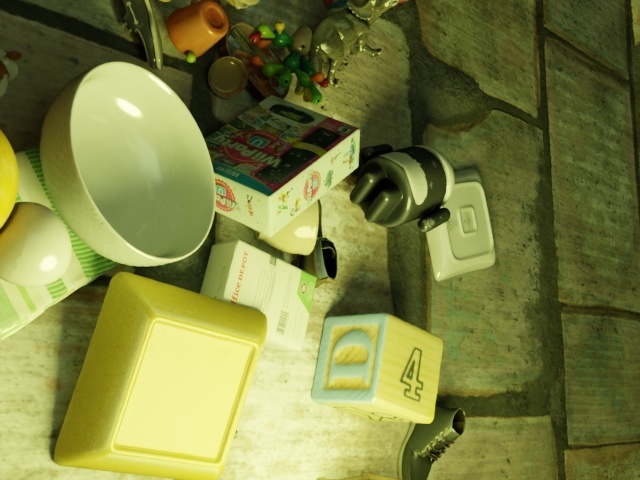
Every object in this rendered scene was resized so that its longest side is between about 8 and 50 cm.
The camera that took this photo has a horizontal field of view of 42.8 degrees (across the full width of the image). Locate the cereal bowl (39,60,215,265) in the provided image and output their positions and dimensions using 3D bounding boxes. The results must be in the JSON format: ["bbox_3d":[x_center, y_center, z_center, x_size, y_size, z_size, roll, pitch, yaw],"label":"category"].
[{"bbox_3d":[-0.332,-0.113,1.356,0.339,0.141,0.339,36,45,-47],"label":"cereal bowl"}]

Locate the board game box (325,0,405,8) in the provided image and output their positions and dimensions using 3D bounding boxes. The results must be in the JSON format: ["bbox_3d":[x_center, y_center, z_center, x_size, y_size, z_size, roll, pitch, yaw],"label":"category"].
[{"bbox_3d":[0.103,-0.733,1.994,0.308,0.086,0.302,-22,98,-45],"label":"board game box"}]

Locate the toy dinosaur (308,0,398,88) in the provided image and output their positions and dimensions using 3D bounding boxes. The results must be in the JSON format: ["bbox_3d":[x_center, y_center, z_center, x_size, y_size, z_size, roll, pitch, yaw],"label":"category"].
[{"bbox_3d":[0.039,-0.458,1.858,0.313,0.121,0.160,-37,127,-6],"label":"toy dinosaur"}]

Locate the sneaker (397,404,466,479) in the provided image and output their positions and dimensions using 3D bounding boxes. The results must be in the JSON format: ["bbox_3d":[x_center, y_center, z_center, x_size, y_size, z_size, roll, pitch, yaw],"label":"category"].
[{"bbox_3d":[0.259,0.484,1.904,0.083,0.118,0.222,38,58,-34],"label":"sneaker"}]

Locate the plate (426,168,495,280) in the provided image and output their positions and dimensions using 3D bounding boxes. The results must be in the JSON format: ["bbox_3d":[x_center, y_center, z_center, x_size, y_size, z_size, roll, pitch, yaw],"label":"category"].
[{"bbox_3d":[0.376,-0.049,2.171,0.278,0.045,0.277,-11,91,-45],"label":"plate"}]

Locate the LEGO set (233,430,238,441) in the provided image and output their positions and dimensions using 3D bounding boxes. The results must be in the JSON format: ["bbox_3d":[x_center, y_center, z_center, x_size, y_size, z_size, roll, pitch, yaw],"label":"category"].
[{"bbox_3d":[-0.185,0.374,1.548,0.083,0.023,0.054,-33,106,-43],"label":"LEGO set"}]

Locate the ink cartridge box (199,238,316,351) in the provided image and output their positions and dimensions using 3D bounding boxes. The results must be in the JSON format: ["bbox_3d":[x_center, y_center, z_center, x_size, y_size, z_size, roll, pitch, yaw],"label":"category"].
[{"bbox_3d":[-0.125,0.112,1.606,0.219,0.092,0.160,28,65,-38],"label":"ink cartridge box"}]

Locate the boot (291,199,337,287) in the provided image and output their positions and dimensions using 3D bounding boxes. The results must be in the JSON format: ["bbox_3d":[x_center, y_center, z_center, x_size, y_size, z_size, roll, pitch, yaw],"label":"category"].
[{"bbox_3d":[0.000,0.000,1.742,0.082,0.106,0.219,19,70,-42],"label":"boot"}]

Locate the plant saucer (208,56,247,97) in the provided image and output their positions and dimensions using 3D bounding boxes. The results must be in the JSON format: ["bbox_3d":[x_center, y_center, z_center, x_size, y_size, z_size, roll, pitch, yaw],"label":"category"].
[{"bbox_3d":[-0.190,-0.332,1.658,0.083,0.015,0.084,-9,113,-21],"label":"plant saucer"}]

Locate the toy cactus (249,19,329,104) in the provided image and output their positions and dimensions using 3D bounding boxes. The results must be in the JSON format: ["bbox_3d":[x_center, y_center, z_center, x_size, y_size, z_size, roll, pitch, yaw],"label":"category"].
[{"bbox_3d":[-0.053,-0.397,1.731,0.219,0.112,0.181,39,47,-24],"label":"toy cactus"}]

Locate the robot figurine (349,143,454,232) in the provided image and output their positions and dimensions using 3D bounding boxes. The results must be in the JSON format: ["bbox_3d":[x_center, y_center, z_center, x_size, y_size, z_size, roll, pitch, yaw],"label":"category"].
[{"bbox_3d":[0.193,-0.126,1.917,0.278,0.173,0.209,-21,104,-45],"label":"robot figurine"}]

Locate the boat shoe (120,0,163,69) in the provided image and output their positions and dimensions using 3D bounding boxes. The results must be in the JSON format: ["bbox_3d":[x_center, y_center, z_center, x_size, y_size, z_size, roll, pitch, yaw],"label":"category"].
[{"bbox_3d":[-0.343,-0.418,1.526,0.064,0.075,0.206,-13,100,-3],"label":"boat shoe"}]

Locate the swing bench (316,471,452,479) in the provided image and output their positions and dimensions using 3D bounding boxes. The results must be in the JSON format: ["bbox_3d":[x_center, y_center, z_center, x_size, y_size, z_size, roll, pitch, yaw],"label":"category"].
[{"bbox_3d":[0.135,0.615,1.659,0.165,0.254,0.253,7,78,-44],"label":"swing bench"}]

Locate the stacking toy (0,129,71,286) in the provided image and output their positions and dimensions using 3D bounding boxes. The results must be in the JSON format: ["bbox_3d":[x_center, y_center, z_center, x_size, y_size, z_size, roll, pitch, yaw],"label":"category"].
[{"bbox_3d":[-0.516,-0.091,1.039,0.480,0.350,0.351,47,53,-38],"label":"stacking toy"}]

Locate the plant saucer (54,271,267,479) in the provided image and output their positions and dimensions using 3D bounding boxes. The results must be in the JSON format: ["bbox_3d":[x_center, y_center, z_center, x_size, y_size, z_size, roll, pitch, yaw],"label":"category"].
[{"bbox_3d":[-0.245,0.255,1.405,0.332,0.081,0.333,21,84,-39],"label":"plant saucer"}]

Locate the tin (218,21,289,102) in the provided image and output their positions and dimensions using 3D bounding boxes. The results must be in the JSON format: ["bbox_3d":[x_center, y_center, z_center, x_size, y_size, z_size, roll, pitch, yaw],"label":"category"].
[{"bbox_3d":[-0.139,-0.373,1.723,0.190,0.040,0.106,48,57,-29],"label":"tin"}]

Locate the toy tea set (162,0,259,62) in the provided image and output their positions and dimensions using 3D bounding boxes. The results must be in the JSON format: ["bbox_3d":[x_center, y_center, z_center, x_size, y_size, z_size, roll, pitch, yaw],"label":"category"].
[{"bbox_3d":[-0.235,-0.501,1.605,0.200,0.124,0.336,54,43,-22],"label":"toy tea set"}]

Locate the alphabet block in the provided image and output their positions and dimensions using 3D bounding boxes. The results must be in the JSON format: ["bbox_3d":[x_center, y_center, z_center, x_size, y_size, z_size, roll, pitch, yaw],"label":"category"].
[{"bbox_3d":[0.124,0.278,1.758,0.197,0.192,0.194,28,66,-39],"label":"alphabet block"}]

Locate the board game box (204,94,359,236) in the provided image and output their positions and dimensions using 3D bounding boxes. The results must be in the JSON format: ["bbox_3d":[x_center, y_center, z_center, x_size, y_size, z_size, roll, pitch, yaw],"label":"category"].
[{"bbox_3d":[-0.096,-0.154,1.589,0.303,0.224,0.098,-43,146,-41],"label":"board game box"}]

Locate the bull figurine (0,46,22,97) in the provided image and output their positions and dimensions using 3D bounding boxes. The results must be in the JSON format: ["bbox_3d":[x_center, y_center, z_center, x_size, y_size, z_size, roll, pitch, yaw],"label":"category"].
[{"bbox_3d":[-0.576,-0.211,1.213,0.188,0.101,0.311,31,61,-33],"label":"bull figurine"}]

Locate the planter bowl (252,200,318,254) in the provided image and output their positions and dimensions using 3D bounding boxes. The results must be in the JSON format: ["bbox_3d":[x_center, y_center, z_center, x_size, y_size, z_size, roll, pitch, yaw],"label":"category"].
[{"bbox_3d":[-0.079,-0.050,1.656,0.109,0.162,0.162,0,82,-17],"label":"planter bowl"}]

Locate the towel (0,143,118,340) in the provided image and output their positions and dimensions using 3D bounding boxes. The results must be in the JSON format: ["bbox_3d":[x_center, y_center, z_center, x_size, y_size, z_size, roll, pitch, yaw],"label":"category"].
[{"bbox_3d":[-0.455,-0.017,1.296,0.325,0.038,0.248,-40,112,-55],"label":"towel"}]
